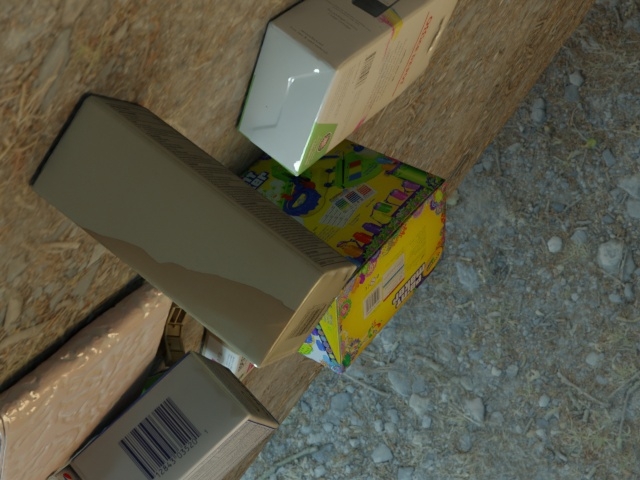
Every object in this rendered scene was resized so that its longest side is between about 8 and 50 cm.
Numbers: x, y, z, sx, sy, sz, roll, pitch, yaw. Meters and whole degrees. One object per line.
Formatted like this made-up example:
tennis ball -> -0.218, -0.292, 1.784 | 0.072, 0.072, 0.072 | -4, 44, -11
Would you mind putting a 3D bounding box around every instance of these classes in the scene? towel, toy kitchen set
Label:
towel -> -0.360, 0.229, 1.592 | 0.332, 0.053, 0.317 | -42, 165, -40
toy kitchen set -> -0.248, 0.150, 1.765 | 0.068, 0.083, 0.075 | 7, 130, -27

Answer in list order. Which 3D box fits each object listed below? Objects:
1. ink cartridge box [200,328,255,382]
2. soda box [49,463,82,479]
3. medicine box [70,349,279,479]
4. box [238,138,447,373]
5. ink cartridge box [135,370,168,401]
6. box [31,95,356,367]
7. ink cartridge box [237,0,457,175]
ink cartridge box -> -0.147, 0.185, 2.179 | 0.193, 0.088, 0.235 | -47, 167, -32
soda box -> -0.453, 0.449, 1.703 | 0.216, 0.069, 0.074 | -42, 178, 10
medicine box -> -0.231, 0.337, 1.811 | 0.263, 0.149, 0.289 | -43, 166, -3
box -> 0.000, 0.000, 1.671 | 0.290, 0.279, 0.177 | -44, 146, -34
ink cartridge box -> -0.296, 0.301, 2.001 | 0.109, 0.062, 0.209 | -54, 167, 13
box -> -0.130, -0.014, 1.149 | 0.121, 0.311, 0.148 | -55, 167, 11
ink cartridge box -> 0.050, -0.271, 1.557 | 0.353, 0.119, 0.207 | -41, 162, -41
